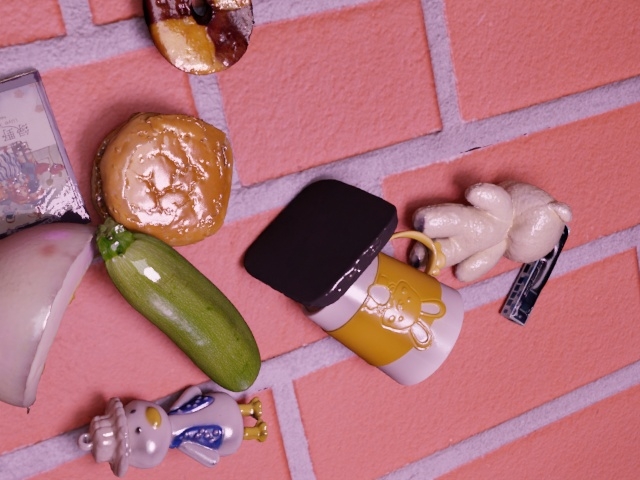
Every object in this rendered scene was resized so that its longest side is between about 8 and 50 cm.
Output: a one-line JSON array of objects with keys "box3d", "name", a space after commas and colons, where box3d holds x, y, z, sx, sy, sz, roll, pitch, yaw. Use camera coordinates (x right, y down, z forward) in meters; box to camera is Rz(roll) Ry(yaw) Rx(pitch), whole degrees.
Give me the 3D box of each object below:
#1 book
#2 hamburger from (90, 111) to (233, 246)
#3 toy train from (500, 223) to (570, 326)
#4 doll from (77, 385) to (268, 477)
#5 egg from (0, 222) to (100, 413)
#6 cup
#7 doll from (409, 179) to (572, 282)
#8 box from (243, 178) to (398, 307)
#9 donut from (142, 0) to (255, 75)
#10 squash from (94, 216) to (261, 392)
[{"box3d": [-0.431, -0.106, 1.318, 0.158, 0.026, 0.231, -22, 107, -21], "name": "book"}, {"box3d": [-0.231, -0.089, 1.380, 0.214, 0.108, 0.213, -5, 100, -31], "name": "hamburger"}, {"box3d": [0.400, 0.057, 1.744, 0.043, 0.047, 0.207, 32, 82, -28], "name": "toy train"}, {"box3d": [-0.222, 0.287, 1.434, 0.293, 0.119, 0.138, -2, 56, -27], "name": "doll"}, {"box3d": [-0.420, 0.082, 1.263, 0.162, 0.206, 0.270, 21, 86, -4], "name": "egg"}, {"box3d": [0.109, 0.086, 1.539, 0.226, 0.185, 0.241, 31, 75, -21], "name": "cup"}, {"box3d": [0.283, -0.029, 1.647, 0.278, 0.175, 0.149, -6, 63, -17], "name": "doll"}, {"box3d": [0.000, 0.000, 1.462, 0.212, 0.201, 0.042, -51, 138, -14], "name": "box"}, {"box3d": [-0.183, -0.334, 1.378, 0.166, 0.073, 0.184, -28, 109, -19], "name": "donut"}, {"box3d": [-0.193, 0.103, 1.384, 0.107, 0.107, 0.395, -48, 130, -12], "name": "squash"}]
